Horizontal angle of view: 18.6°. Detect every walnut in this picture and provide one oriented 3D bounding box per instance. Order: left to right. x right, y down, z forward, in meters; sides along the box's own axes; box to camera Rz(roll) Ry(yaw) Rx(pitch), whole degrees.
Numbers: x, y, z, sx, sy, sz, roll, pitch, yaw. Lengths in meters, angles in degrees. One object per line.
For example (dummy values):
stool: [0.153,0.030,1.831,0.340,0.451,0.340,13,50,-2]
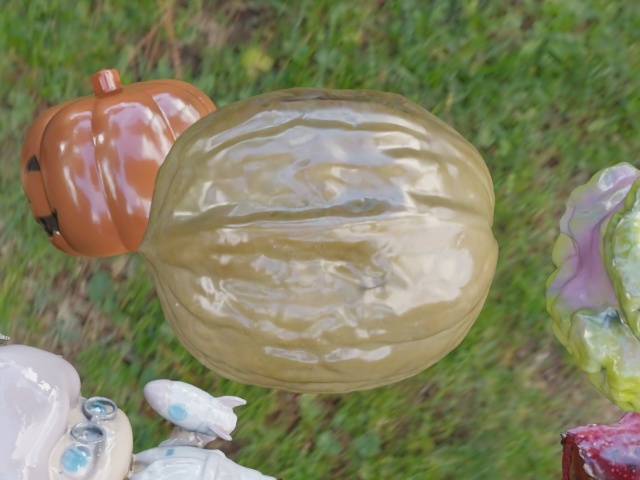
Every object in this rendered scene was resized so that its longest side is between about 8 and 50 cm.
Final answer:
walnut: [0.000,0.000,1.395,0.261,0.225,0.225,-4,75,-13]

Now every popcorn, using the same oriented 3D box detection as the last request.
popcorn: [0.183,0.026,1.044,0.126,0.145,0.126,-43,129,6]

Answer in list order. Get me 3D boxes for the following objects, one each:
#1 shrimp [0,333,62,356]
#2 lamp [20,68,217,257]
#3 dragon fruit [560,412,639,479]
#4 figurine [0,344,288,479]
shrimp: [-0.358,0.099,1.888,0.233,0.090,0.079,9,114,-31]
lamp: [-0.172,-0.072,1.724,0.187,0.187,0.164,-17,102,-18]
dragon fruit: [0.283,0.236,1.273,0.211,0.134,0.262,-16,65,-5]
figurine: [-0.130,0.115,0.999,0.229,0.112,0.137,17,37,-5]
